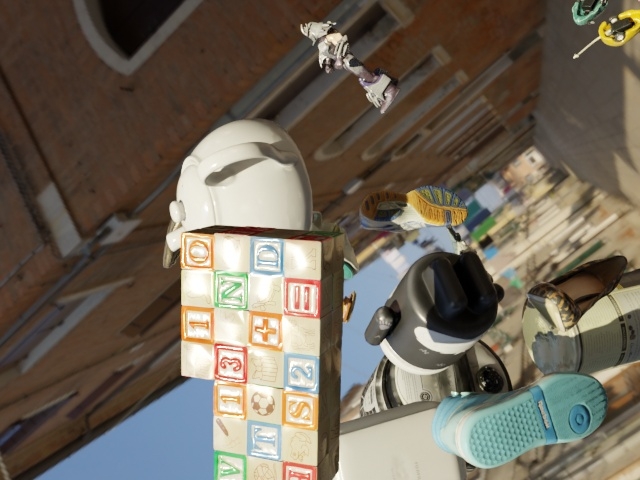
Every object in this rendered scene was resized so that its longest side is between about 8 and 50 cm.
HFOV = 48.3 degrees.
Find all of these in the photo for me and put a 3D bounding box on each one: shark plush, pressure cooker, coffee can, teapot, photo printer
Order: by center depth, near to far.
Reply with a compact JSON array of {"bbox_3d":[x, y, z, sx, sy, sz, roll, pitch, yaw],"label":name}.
[{"bbox_3d":[-0.139,-0.065,1.102,0.187,0.256,0.252,-14,-149,-28],"label":"teapot"},{"bbox_3d":[0.277,0.043,1.436,0.073,0.067,0.161,-11,-110,-42],"label":"shark plush"},{"bbox_3d":[0.159,0.472,1.455,0.307,0.107,0.256,-8,-94,-26],"label":"photo printer"},{"bbox_3d":[0.614,0.182,1.559,0.201,0.275,0.201,170,90,-75],"label":"coffee can"},{"bbox_3d":[0.327,0.440,1.986,0.370,0.420,0.375,41,-123,16],"label":"pressure cooker"}]

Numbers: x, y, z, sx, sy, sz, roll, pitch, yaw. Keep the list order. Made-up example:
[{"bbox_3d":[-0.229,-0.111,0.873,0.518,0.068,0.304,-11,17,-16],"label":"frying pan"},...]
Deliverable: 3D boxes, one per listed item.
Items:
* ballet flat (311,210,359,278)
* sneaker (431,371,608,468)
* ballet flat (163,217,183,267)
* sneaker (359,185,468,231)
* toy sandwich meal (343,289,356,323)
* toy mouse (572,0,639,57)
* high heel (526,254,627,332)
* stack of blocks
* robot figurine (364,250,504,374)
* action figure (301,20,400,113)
[{"bbox_3d":[0.000,0.000,1.811,0.400,0.139,0.139,28,-153,-58],"label":"ballet flat"},{"bbox_3d":[0.346,0.312,1.310,0.208,0.319,0.127,160,100,-68],"label":"sneaker"},{"bbox_3d":[-0.294,-0.044,1.545,0.058,0.250,0.084,13,-155,-16],"label":"ballet flat"},{"bbox_3d":[0.250,-0.078,1.962,0.131,0.296,0.112,107,166,-69],"label":"sneaker"},{"bbox_3d":[0.058,0.149,1.604,0.029,0.085,0.085,15,-159,-2],"label":"toy sandwich meal"},{"bbox_3d":[0.397,-0.316,0.948,0.031,0.161,0.143,42,-148,-45],"label":"toy mouse"},{"bbox_3d":[0.450,0.070,1.217,0.093,0.186,0.261,51,-173,19],"label":"high heel"},{"bbox_3d":[-0.068,0.136,0.837,0.087,0.171,0.297,-21,-67,-69],"label":"stack of blocks"},{"bbox_3d":[0.203,0.127,1.266,0.209,0.278,0.173,23,-124,0],"label":"robot figurine"},{"bbox_3d":[0.066,-0.437,1.743,0.285,0.099,0.185,36,-171,-13],"label":"action figure"}]
